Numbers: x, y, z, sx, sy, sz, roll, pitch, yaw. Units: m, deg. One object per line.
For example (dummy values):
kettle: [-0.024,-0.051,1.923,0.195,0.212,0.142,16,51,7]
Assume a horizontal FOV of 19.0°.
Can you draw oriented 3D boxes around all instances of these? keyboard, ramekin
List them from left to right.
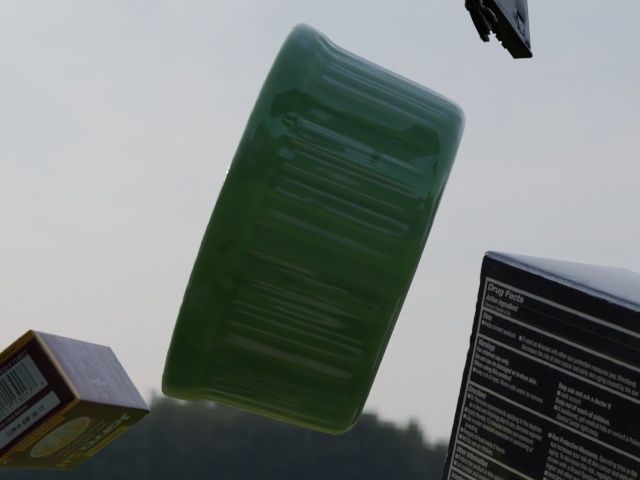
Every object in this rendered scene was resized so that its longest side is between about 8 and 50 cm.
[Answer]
ramekin: [0.000,0.000,1.461,0.148,0.303,0.303,20,-11,1]
keyboard: [0.099,-0.192,1.311,0.023,0.108,0.180,-18,-39,24]

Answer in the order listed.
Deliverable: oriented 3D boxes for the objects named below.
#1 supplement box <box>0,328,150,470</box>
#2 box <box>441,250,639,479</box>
supplement box: [-0.247,0.150,1.761,0.104,0.081,0.188,-38,-16,8]
box: [0.268,0.185,1.693,0.183,0.294,0.296,5,10,-32]
